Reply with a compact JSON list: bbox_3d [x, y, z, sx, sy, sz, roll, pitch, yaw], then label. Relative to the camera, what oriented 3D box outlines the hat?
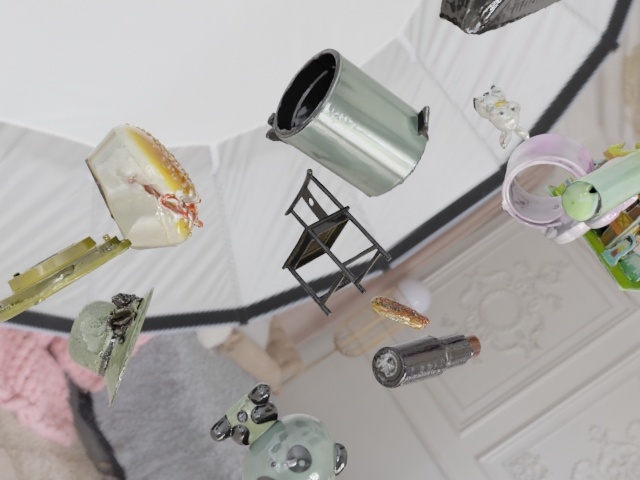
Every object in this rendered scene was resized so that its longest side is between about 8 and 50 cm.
[{"bbox_3d":[-0.437,0.196,1.642,0.130,0.257,0.257,19,10,-10],"label":"hat"}]

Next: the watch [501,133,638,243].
[{"bbox_3d":[0.518,-0.121,1.749,0.217,0.248,0.211,39,41,-11],"label":"watch"}]

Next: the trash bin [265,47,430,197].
[{"bbox_3d":[0.066,-0.248,1.739,0.262,0.277,0.217,31,46,-29],"label":"trash bin"}]

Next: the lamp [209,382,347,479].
[{"bbox_3d":[-0.080,0.403,1.575,0.244,0.198,0.198,47,1,5],"label":"lamp"}]

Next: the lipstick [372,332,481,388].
[{"bbox_3d":[0.205,0.212,1.498,0.299,0.081,0.081,-4,53,-51],"label":"lipstick"}]

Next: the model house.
[{"bbox_3d":[0.783,-0.081,1.949,0.242,0.313,0.358,6,47,-42],"label":"model house"}]

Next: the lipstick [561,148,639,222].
[{"bbox_3d":[0.523,-0.104,1.426,0.076,0.304,0.076,21,-59,39],"label":"lipstick"}]

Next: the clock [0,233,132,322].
[{"bbox_3d":[-0.405,0.045,1.260,0.057,0.237,0.237,61,1,-9],"label":"clock"}]

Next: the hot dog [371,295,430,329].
[{"bbox_3d":[0.183,0.164,1.866,0.144,0.038,0.062,23,17,-8],"label":"hot dog"}]

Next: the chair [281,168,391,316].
[{"bbox_3d":[0.000,0.000,1.698,0.260,0.141,0.154,48,-43,15],"label":"chair"}]

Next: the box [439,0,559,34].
[{"bbox_3d":[0.368,-0.531,1.355,0.091,0.359,0.350,46,-32,26],"label":"box"}]

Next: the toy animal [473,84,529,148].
[{"bbox_3d":[0.371,-0.257,1.678,0.124,0.071,0.085,51,-27,45],"label":"toy animal"}]

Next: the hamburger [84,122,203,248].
[{"bbox_3d":[-0.303,-0.092,1.433,0.227,0.151,0.295,62,-4,-4],"label":"hamburger"}]
